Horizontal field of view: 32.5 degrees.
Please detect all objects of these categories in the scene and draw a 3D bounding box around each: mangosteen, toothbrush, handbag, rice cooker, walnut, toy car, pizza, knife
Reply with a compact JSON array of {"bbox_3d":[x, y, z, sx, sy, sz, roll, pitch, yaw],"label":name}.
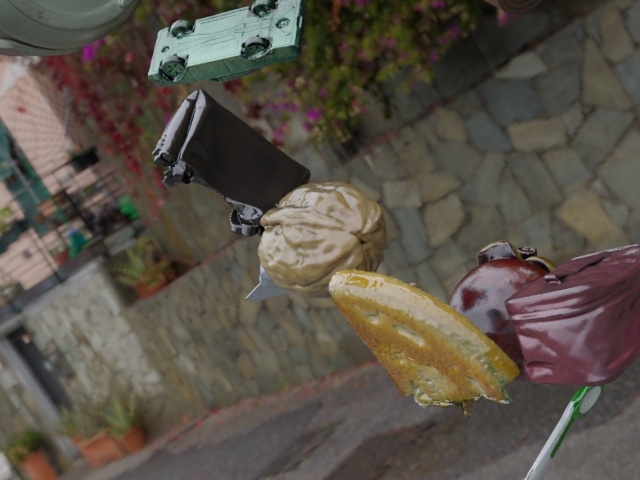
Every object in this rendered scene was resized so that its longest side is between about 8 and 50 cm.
[{"bbox_3d":[0.316,0.107,1.816,0.215,0.215,0.257,-28,37,43],"label":"mangosteen"},{"bbox_3d":[0.423,0.263,1.765,0.040,0.042,0.418,6,48,44],"label":"toothbrush"},{"bbox_3d":[-0.164,-0.125,1.995,0.113,0.285,0.257,-47,13,27],"label":"handbag"},{"bbox_3d":[-0.438,-0.425,1.575,0.335,0.335,0.325,-35,28,-31],"label":"rice cooker"},{"bbox_3d":[0.000,0.000,1.788,0.198,0.198,0.245,-35,22,-32],"label":"walnut"},{"bbox_3d":[-0.177,-0.373,2.119,0.321,0.097,0.141,-9,53,21],"label":"toy car"},{"bbox_3d":[0.144,0.144,1.473,0.081,0.290,0.228,-46,-32,-31],"label":"pizza"},{"bbox_3d":[0.339,0.090,1.382,0.146,0.135,0.225,-11,9,46],"label":"handbag"},{"bbox_3d":[-0.092,0.084,2.148,0.080,0.044,0.331,3,-15,-9],"label":"knife"}]

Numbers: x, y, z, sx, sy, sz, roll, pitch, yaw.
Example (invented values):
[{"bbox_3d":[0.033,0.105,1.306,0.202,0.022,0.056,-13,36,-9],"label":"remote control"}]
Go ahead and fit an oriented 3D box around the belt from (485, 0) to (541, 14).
[{"bbox_3d":[0.404,-0.611,2.109,0.217,0.122,0.338,10,-66,-47],"label":"belt"}]
